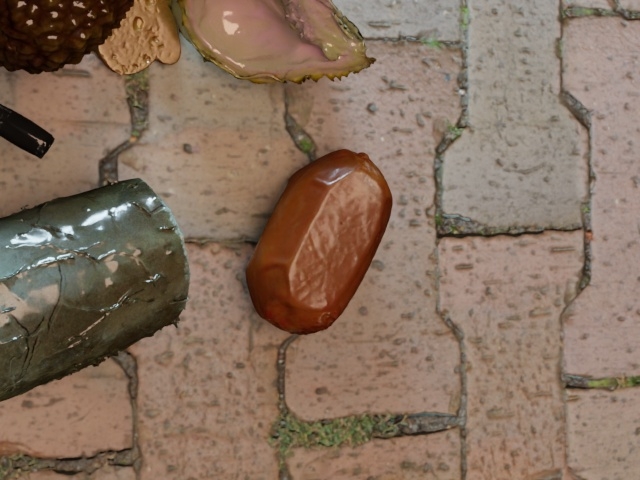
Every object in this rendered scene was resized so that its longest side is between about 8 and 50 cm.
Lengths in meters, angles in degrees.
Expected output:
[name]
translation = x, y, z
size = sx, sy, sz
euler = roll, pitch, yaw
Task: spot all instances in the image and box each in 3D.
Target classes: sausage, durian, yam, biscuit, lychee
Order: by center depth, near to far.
[lychee]
translation = -0.352, -0.340, 1.797
size = 0.267, 0.267, 0.268
euler = -1, 94, -22
[yam]
translation = -0.353, 0.061, 1.827
size = 0.348, 0.241, 0.241
euler = -20, 100, -23
[durian]
translation = -0.097, -0.317, 1.942
size = 0.195, 0.185, 0.305
euler = -37, 119, 6
[biscuit]
translation = -0.237, -0.280, 1.958
size = 0.118, 0.023, 0.140
euler = 43, 77, -20
[sausage]
translation = 0.000, 0.000, 2.006
size = 0.153, 0.141, 0.268
euler = 28, 85, -21

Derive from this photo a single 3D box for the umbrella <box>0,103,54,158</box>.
[umbrella]
translation = -0.479, -0.201, 1.778
size = 0.340, 0.118, 0.118
euler = 33, 81, -4
